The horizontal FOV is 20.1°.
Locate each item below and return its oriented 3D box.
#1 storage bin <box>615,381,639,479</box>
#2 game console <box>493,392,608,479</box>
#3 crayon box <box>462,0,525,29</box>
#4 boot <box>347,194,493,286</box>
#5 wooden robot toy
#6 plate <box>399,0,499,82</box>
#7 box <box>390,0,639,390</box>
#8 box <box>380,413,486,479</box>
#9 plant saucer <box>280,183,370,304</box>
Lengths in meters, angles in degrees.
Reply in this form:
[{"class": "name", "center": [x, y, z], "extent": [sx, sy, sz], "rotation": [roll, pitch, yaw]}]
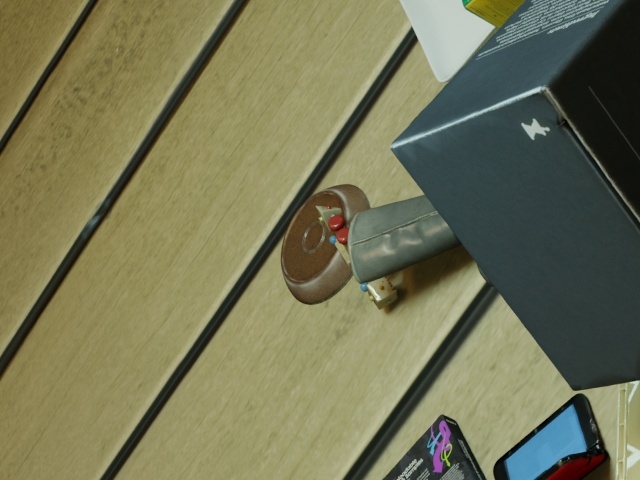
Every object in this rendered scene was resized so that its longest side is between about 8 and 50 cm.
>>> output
[{"class": "storage bin", "center": [0.405, 0.148, 1.630], "extent": [0.262, 0.123, 0.260], "rotation": [-23, 51, 45]}, {"class": "game console", "center": [0.216, 0.233, 1.868], "extent": [0.144, 0.124, 0.085], "rotation": [-45, 65, 27]}, {"class": "crayon box", "center": [0.296, -0.261, 1.895], "extent": [0.165, 0.278, 0.081], "rotation": [-39, 42, 33]}, {"class": "boot", "center": [0.128, 0.007, 2.090], "extent": [0.209, 0.076, 0.189], "rotation": [-16, 39, 21]}, {"class": "wooden robot toy", "center": [0.061, 0.000, 2.235], "extent": [0.079, 0.076, 0.173], "rotation": [-28, 49, -6]}, {"class": "plate", "center": [0.215, -0.364, 2.281], "extent": [0.277, 0.045, 0.278], "rotation": [-47, 37, 23]}, {"class": "box", "center": [0.310, -0.107, 1.618], "extent": [0.212, 0.293, 0.395], "rotation": [-19, 23, 53]}, {"class": "box", "center": [0.133, 0.286, 1.994], "extent": [0.116, 0.029, 0.162], "rotation": [-50, 38, 20]}, {"class": "plant saucer", "center": [0.000, 0.000, 2.356], "extent": [0.168, 0.029, 0.168], "rotation": [-30, 47, 39]}]
